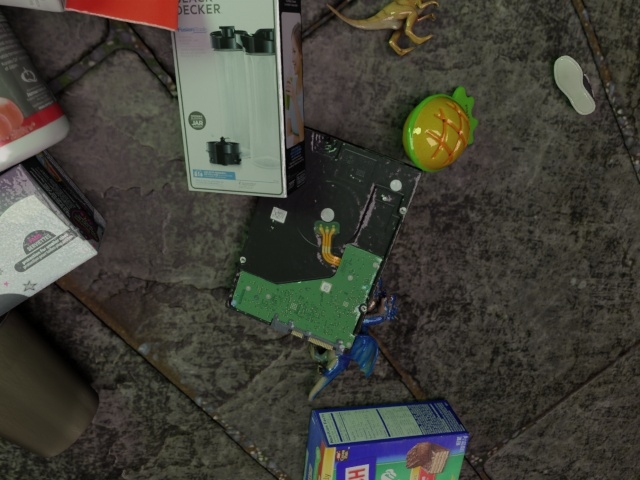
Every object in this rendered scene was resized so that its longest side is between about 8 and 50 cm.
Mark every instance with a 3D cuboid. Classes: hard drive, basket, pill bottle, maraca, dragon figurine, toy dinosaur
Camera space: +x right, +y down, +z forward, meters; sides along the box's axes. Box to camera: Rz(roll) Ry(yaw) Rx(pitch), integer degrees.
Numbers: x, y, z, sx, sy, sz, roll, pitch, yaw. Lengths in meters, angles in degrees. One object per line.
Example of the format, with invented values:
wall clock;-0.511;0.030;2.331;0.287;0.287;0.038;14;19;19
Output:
hard drive;0.000;0.000;0.892;0.237;0.064;0.338;21;104;7
basket;-0.483;0.232;0.852;0.204;0.154;0.227;-29;121;14
pill bottle;-0.471;-0.239;0.651;0.176;0.176;0.318;-26;115;-5
maraca;0.211;-0.191;0.914;0.186;0.099;0.127;-33;121;-30
dragon figurine;0.059;0.209;1.031;0.144;0.085;0.289;5;108;-17
toy dinosaur;0.117;-0.353;0.849;0.212;0.064;0.112;-30;98;-13

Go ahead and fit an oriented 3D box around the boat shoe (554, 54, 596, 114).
boat shoe;0.467;-0.289;0.977;0.046;0.038;0.125;-25;118;42

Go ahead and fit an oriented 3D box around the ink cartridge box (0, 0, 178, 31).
ink cartridge box;-0.293;-0.405;0.615;0.261;0.066;0.296;2;76;-17

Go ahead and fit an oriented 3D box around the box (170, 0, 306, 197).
box;-0.115;-0.216;0.771;0.169;0.087;0.289;7;112;17

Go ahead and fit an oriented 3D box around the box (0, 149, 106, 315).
box;-0.465;0.005;0.768;0.247;0.142;0.163;-32;116;-1

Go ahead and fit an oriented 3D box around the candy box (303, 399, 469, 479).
candy box;0.131;0.495;1.144;0.317;0.122;0.268;0;111;-15
